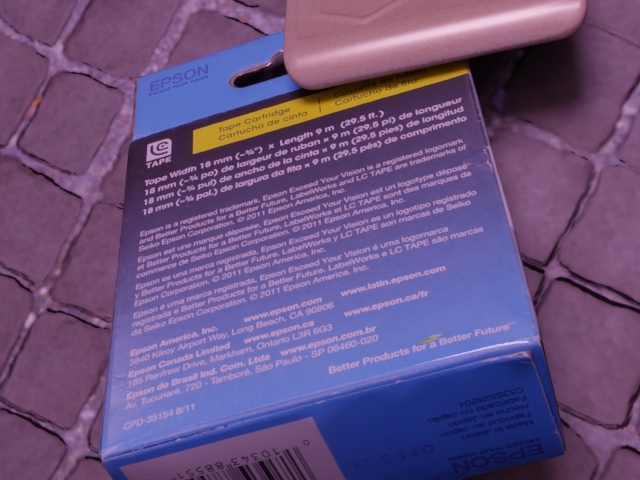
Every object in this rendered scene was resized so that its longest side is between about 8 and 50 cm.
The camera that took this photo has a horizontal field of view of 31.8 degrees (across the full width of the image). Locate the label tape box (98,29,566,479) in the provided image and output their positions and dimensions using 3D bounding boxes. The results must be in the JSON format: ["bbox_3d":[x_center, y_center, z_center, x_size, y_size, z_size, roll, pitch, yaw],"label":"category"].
[{"bbox_3d":[0.000,0.000,0.711,0.240,0.106,0.334,-15,43,10],"label":"label tape box"}]

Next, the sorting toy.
[{"bbox_3d":[0.072,-0.191,0.765,0.192,0.038,0.208,-10,50,12],"label":"sorting toy"}]
